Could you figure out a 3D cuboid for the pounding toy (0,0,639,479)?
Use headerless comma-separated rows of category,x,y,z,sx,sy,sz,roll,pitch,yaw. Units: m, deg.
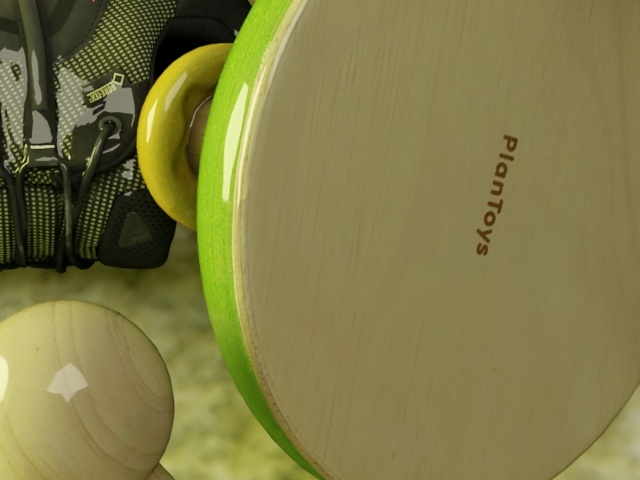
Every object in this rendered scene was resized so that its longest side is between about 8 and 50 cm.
pounding toy,0.000,0.000,0.557,0.110,0.183,0.237,14,62,48

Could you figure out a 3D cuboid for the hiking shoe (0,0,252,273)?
hiking shoe,-0.100,-0.027,0.584,0.114,0.086,0.227,36,61,19
